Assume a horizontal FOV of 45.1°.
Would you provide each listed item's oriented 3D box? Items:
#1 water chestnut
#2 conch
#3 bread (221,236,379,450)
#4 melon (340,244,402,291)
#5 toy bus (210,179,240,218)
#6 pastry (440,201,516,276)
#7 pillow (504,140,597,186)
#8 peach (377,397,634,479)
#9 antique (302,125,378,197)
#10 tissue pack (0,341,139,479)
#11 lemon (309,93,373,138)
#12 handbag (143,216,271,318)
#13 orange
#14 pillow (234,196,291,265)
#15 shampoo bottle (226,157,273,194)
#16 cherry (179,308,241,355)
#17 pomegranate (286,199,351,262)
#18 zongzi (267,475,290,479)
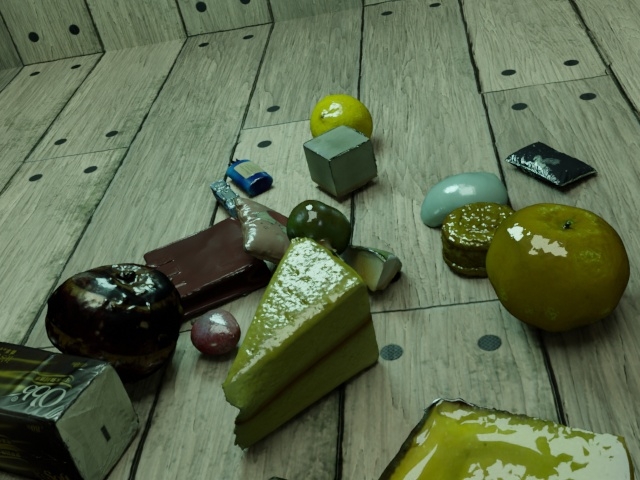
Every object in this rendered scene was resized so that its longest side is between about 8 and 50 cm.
[{"bbox_3d":[-0.439,0.189,1.645,0.300,0.300,0.300,-9,35,6],"label":"water chestnut"},{"bbox_3d":[0.352,-0.106,1.916,0.221,0.121,0.185,-8,5,16],"label":"conch"},{"bbox_3d":[-0.086,0.201,1.504,0.361,0.233,0.245,-34,44,-24],"label":"bread"},{"bbox_3d":[0.124,0.063,1.771,0.139,0.093,0.202,7,4,-31],"label":"melon"},{"bbox_3d":[-0.262,-0.117,2.169,0.051,0.061,0.153,-24,37,-18],"label":"toy bus"},{"bbox_3d":[0.369,-0.005,1.757,0.188,0.103,0.189,-9,35,6],"label":"pastry"},{"bbox_3d":[0.593,-0.197,1.998,0.141,0.055,0.208,-21,35,-25],"label":"pillow"},{"bbox_3d":[0.241,0.397,1.124,0.380,0.242,0.306,6,61,11],"label":"peach"},{"bbox_3d":[0.057,-0.214,2.119,0.146,0.148,0.152,-27,36,-20],"label":"antique"},{"bbox_3d":[-0.559,0.335,1.518,0.369,0.210,0.198,4,32,26],"label":"tissue pack"},{"bbox_3d":[0.064,-0.339,2.270,0.178,0.203,0.178,-13,70,38],"label":"lemon"},{"bbox_3d":[-0.285,0.064,1.906,0.275,0.084,0.260,-25,37,-15],"label":"handbag"},{"bbox_3d":[0.468,0.055,1.534,0.279,0.235,0.279,3,35,-2],"label":"orange"},{"bbox_3d":[-0.101,-0.005,1.846,0.223,0.084,0.236,23,24,-26],"label":"pillow"},{"bbox_3d":[-0.216,-0.194,2.271,0.087,0.050,0.183,-30,38,-17],"label":"shampoo bottle"},{"bbox_3d":[-0.259,0.195,1.714,0.225,0.090,0.107,11,56,44],"label":"cherry"},{"bbox_3d":[0.000,0.000,1.722,0.131,0.152,0.191,-47,38,28],"label":"pomegranate"},{"bbox_3d":[-0.094,0.467,1.129,0.286,0.138,0.300,-36,2,-27],"label":"zongzi"}]
